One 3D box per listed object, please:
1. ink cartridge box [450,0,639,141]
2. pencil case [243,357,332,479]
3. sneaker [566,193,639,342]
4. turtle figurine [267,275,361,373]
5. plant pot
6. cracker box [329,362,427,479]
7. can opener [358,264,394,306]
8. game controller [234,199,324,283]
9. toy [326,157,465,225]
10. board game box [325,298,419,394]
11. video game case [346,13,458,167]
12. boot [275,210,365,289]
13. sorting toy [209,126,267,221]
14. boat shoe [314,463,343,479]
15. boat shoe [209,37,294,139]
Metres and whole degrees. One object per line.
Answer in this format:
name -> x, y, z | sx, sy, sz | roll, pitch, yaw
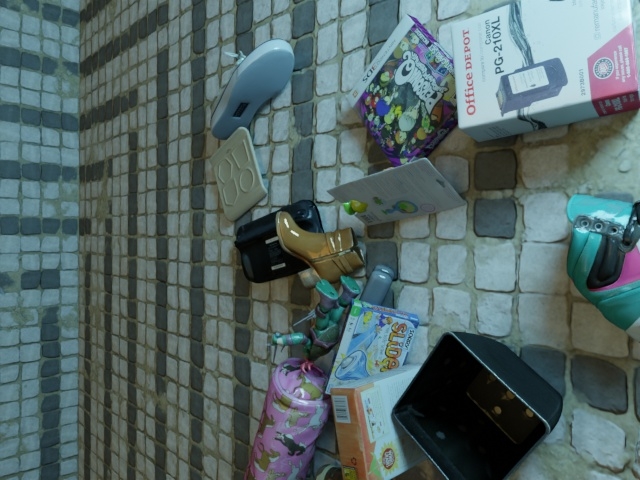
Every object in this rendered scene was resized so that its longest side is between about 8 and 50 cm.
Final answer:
ink cartridge box -> 0.325, -0.260, 0.717 | 0.237, 0.100, 0.172 | -6, 86, 35
pencil case -> -0.075, 0.468, 1.110 | 0.160, 0.167, 0.386 | -133, 55, -60
sneaker -> 0.426, -0.032, 0.632 | 0.178, 0.124, 0.295 | 37, 118, 29
turtle figurine -> -0.007, 0.186, 1.052 | 0.118, 0.175, 0.234 | 37, 118, 15
plant pot -> 0.262, 0.262, 0.762 | 0.187, 0.167, 0.188 | 45, 120, 36
cracker box -> 0.128, 0.313, 0.852 | 0.067, 0.232, 0.155 | -17, 78, 46
can opener -> 0.103, 0.192, 1.013 | 0.095, 0.076, 0.283 | 25, 110, 9
game controller -> -0.107, 0.011, 1.231 | 0.319, 0.067, 0.166 | -18, 92, 45
toy -> 0.142, -0.100, 0.935 | 0.237, 0.137, 0.056 | -16, 47, 43
board game box -> 0.099, 0.226, 0.962 | 0.035, 0.136, 0.201 | -91, 15, -74
video game case -> 0.171, -0.281, 0.944 | 0.210, 0.042, 0.232 | -49, 57, 36
boot -> 0.000, 0.000, 1.066 | 0.152, 0.073, 0.197 | -25, 98, 23
sorting toy -> -0.230, -0.183, 1.367 | 0.193, 0.038, 0.208 | -32, 72, 41
boat shoe -> 0.041, 0.628, 1.046 | 0.095, 0.095, 0.257 | -9, 83, 40
boat shoe -> -0.196, -0.426, 1.273 | 0.367, 0.136, 0.156 | -38, 60, 50
